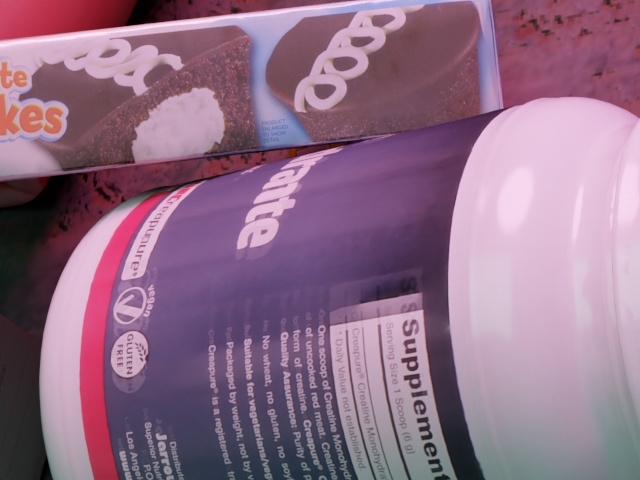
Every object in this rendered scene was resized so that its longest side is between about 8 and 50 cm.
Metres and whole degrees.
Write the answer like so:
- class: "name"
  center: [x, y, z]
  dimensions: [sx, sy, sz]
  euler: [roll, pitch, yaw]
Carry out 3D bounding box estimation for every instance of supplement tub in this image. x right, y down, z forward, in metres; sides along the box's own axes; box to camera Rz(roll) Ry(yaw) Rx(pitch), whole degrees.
- class: "supplement tub"
  center: [0.047, 0.052, 0.769]
  dimensions: [0.272, 0.191, 0.191]
  euler: [-11, 54, 31]

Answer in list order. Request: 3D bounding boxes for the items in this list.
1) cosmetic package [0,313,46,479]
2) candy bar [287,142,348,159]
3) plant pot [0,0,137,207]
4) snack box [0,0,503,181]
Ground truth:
- class: "cosmetic package"
  center: [-0.250, 0.091, 0.973]
  dimensions: [0.151, 0.184, 0.151]
  euler: [-6, 57, 34]
- class: "candy bar"
  center: [0.000, 0.000, 0.966]
  dimensions: [0.040, 0.018, 0.161]
  euler: [-17, 51, 23]
- class: "plant pot"
  center: [-0.217, -0.162, 1.087]
  dimensions: [0.275, 0.275, 0.243]
  euler: [2, 73, 38]
- class: "snack box"
  center: [-0.094, -0.062, 0.874]
  dimensions: [0.322, 0.187, 0.060]
  euler: [-7, 95, -3]
